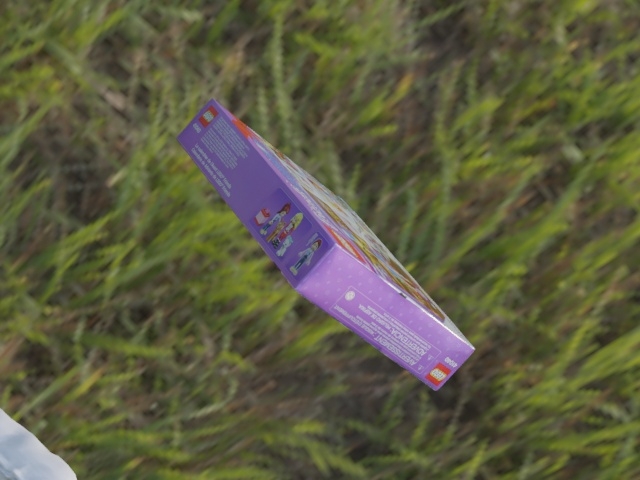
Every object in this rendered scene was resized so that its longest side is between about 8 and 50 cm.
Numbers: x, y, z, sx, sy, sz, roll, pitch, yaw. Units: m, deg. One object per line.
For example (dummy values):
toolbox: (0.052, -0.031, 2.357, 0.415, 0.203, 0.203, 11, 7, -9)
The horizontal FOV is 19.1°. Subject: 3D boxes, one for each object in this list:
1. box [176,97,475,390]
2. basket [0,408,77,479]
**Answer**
box: (0.000, 0.000, 1.742, 0.201, 0.057, 0.293, 37, 8, -37)
basket: (-0.374, 0.240, 1.332, 0.328, 0.331, 0.266, 35, 45, 24)
